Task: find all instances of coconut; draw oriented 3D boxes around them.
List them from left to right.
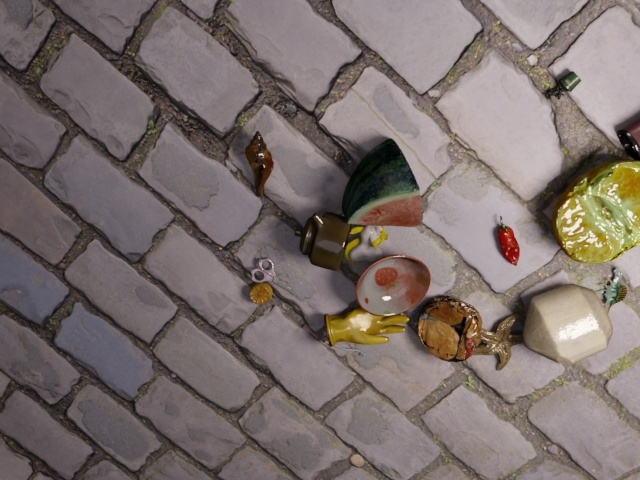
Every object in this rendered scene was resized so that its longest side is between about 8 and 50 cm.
[{"bbox_3d":[0.780,0.276,1.646,0.266,0.237,0.237,-25,103,10],"label":"coconut"}]

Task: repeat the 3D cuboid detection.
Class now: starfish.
[{"bbox_3d":[0.626,0.356,1.798,0.277,0.062,0.235,11,115,1],"label":"starfish"}]

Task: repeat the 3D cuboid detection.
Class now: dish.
[{"bbox_3d":[0.236,0.135,1.736,0.260,0.085,0.260,-6,125,-9],"label":"dish"}]

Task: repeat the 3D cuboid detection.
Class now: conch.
[{"bbox_3d":[-0.198,-0.254,1.709,0.080,0.086,0.232,-31,122,-25],"label":"conch"}]

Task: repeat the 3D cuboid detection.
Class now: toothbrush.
[{"bbox_3d":[0.093,0.400,1.911,0.162,0.014,0.017,20,91,3],"label":"toothbrush"}]

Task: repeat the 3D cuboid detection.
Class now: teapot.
[{"bbox_3d":[0.000,0.000,1.709,0.175,0.185,0.267,18,145,6],"label":"teapot"}]

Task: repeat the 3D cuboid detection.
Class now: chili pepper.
[{"bbox_3d":[0.616,0.008,1.676,0.059,0.050,0.191,-27,111,0],"label":"chili pepper"}]

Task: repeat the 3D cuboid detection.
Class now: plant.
[{"bbox_3d":[0.714,-0.450,1.510,0.051,0.051,0.102,45,120,-7],"label":"plant"}]

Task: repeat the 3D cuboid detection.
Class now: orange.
[{"bbox_3d":[0.853,-0.095,1.529,0.263,0.196,0.334,36,115,-19],"label":"orange"}]

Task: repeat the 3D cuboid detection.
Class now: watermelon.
[{"bbox_3d":[0.213,-0.125,1.596,0.292,0.250,0.283,43,114,-4],"label":"watermelon"}]

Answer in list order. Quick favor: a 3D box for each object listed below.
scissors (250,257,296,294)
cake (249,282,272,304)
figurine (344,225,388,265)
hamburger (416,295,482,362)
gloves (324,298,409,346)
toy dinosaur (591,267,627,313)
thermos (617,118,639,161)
[{"bbox_3d":[-0.163,0.143,1.857,0.189,0.015,0.100,37,90,-13],"label":"scissors"},{"bbox_3d":[-0.220,0.194,1.875,0.084,0.044,0.084,2,109,7],"label":"cake"},{"bbox_3d":[0.154,0.019,1.740,0.130,0.109,0.178,10,130,-1],"label":"figurine"},{"bbox_3d":[0.443,0.303,1.762,0.231,0.107,0.231,8,110,23],"label":"hamburger"},{"bbox_3d":[0.168,0.293,1.824,0.294,0.116,0.133,-12,113,6],"label":"gloves"},{"bbox_3d":[0.967,0.185,1.688,0.106,0.044,0.187,-26,102,1],"label":"toy dinosaur"},{"bbox_3d":[1.036,-0.370,1.463,0.330,0.136,0.109,-33,128,18],"label":"thermos"}]
